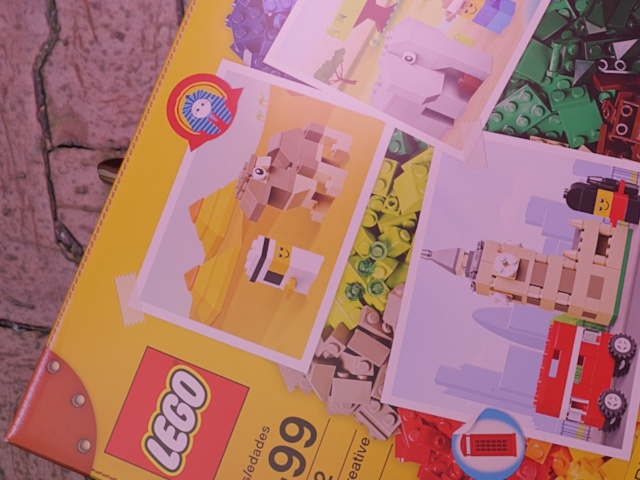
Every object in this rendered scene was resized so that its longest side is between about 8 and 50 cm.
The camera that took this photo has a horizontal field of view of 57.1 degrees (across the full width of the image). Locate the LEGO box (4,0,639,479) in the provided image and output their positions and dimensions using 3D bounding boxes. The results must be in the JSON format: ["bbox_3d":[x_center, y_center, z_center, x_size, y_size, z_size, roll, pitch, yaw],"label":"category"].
[{"bbox_3d":[0.077,-0.039,0.439,0.373,0.193,0.500,20,85,5],"label":"LEGO box"}]

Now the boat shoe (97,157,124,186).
[{"bbox_3d":[-0.219,-0.067,0.802,0.190,0.068,0.072,12,119,18],"label":"boat shoe"}]
